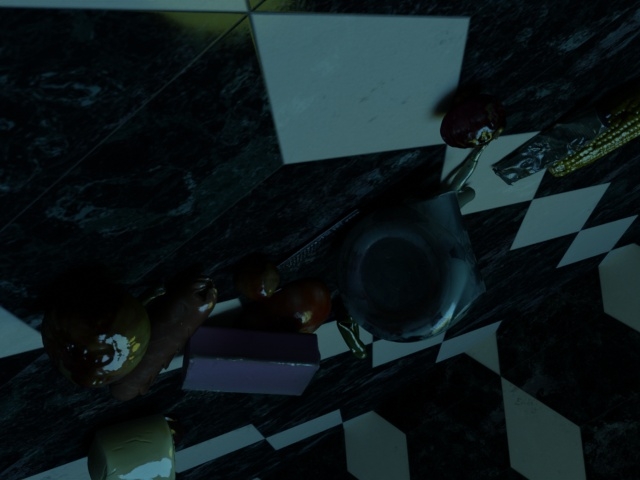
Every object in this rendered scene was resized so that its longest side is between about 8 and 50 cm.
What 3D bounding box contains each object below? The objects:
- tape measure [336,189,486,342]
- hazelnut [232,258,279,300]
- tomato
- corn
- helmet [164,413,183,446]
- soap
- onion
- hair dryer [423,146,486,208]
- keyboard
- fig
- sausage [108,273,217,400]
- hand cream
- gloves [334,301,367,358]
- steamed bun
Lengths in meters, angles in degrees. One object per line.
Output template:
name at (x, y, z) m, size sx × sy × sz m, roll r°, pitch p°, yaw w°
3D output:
tape measure at (0.170, 0.056, 1.570) m, size 0.275 × 0.256 × 0.147 m, roll -19°, pitch 174°, yaw 27°
hazelnut at (-0.114, 0.070, 1.499) m, size 0.086 × 0.086 × 0.086 m, roll -26°, pitch 160°, yaw -10°
tomato at (-0.072, 0.170, 1.794) m, size 0.225 × 0.085 × 0.225 m, roll -26°, pitch 163°, yaw -8°
corn at (0.567, -0.221, 1.708) m, size 0.262 × 0.097 × 0.097 m, roll -34°, pitch 160°, yaw 15°
helmet at (-0.393, 0.491, 2.145) m, size 0.098 × 0.070 × 0.123 m, roll -30°, pitch 162°, yaw 3°
soap at (-0.144, 0.245, 1.715) m, size 0.259 × 0.081 × 0.181 m, roll 4°, pitch 149°, yaw -12°
onion at (0.238, -0.189, 1.331) m, size 0.107 × 0.097 × 0.107 m, roll -24°, pitch -168°, yaw 6°
hair dryer at (0.285, -0.121, 1.655) m, size 0.199 × 0.067 × 0.167 m, roll -55°, pitch 161°, yaw 21°
keyboard at (0.000, 0.000, 1.577) m, size 0.198 × 0.010 × 0.064 m, roll -36°, pitch 162°, yaw 17°
fig at (-0.298, 0.129, 1.274) m, size 0.231 × 0.143 × 0.160 m, roll -7°, pitch 120°, yaw -45°
sausage at (-0.295, 0.188, 1.523) m, size 0.088 × 0.088 × 0.433 m, roll -12°, pitch 153°, yaw -41°
hand cream at (0.460, -0.184, 1.674) m, size 0.248 × 0.052 × 0.075 m, roll -34°, pitch 119°, yaw 24°
gloves at (0.091, 0.175, 2.003) m, size 0.135 × 0.107 × 0.268 m, roll -28°, pitch 145°, yaw -29°
steamed bun at (-0.438, 0.525, 1.988) m, size 0.200 × 0.154 × 0.250 m, roll -10°, pitch 140°, yaw -22°
